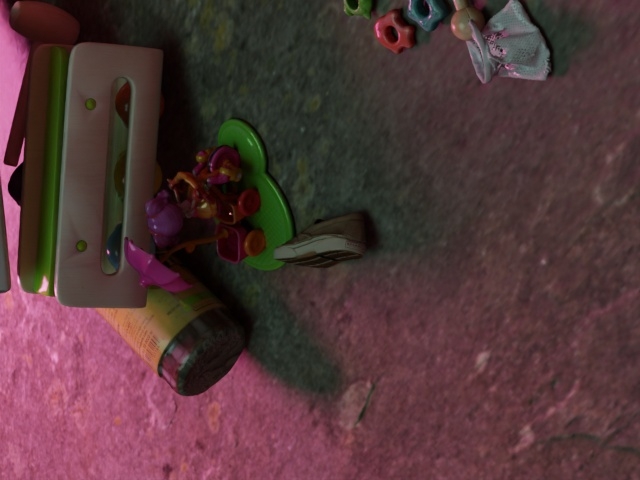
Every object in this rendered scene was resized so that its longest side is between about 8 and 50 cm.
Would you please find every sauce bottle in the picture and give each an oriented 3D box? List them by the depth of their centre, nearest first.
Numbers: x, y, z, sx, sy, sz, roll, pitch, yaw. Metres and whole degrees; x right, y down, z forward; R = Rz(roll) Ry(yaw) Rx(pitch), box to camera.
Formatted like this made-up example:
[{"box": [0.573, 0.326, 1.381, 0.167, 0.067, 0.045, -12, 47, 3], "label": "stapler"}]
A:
[{"box": [-0.231, 0.029, 1.753, 0.344, 0.111, 0.111, 43, 139, 21], "label": "sauce bottle"}]

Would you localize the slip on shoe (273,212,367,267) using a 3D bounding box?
[{"box": [0.000, 0.000, 1.523, 0.135, 0.051, 0.041, -14, 65, 59], "label": "slip on shoe"}]

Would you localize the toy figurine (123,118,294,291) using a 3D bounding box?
[{"box": [-0.129, -0.019, 1.562, 0.130, 0.159, 0.173, 21, 127, 41], "label": "toy figurine"}]

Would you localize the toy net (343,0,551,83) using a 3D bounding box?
[{"box": [0.091, -0.185, 1.292, 0.232, 0.045, 0.122, 40, 138, 26], "label": "toy net"}]

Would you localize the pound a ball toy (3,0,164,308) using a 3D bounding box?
[{"box": [-0.250, -0.097, 1.653, 0.208, 0.136, 0.319, 10, 96, 59], "label": "pound a ball toy"}]

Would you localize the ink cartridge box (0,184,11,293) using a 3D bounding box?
[{"box": [-0.392, -0.136, 1.702, 0.324, 0.071, 0.330, -133, 39, -72], "label": "ink cartridge box"}]
